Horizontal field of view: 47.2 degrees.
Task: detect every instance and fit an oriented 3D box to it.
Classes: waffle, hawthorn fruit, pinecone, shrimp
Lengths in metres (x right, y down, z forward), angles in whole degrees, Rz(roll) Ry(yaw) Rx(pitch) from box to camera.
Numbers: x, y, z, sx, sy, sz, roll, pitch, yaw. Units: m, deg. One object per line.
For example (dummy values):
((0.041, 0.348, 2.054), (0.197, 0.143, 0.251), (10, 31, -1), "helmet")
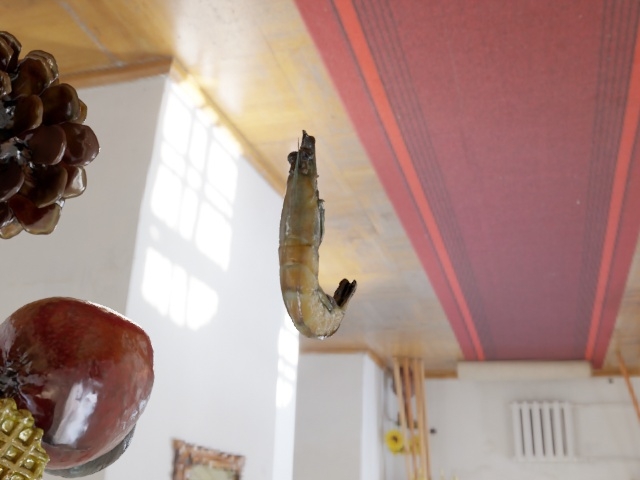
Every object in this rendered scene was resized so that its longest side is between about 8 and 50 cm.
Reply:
((-0.447, 0.298, 0.937), (0.194, 0.149, 0.051), (-23, -176, -29), "waffle")
((-0.387, 0.222, 1.175), (0.265, 0.265, 0.307), (-13, 168, 30), "hawthorn fruit")
((-0.396, -0.121, 0.808), (0.264, 0.264, 0.264), (2, 157, 1), "pinecone")
((0.000, 0.000, 0.960), (0.051, 0.261, 0.198), (-6, 167, 21), "shrimp")

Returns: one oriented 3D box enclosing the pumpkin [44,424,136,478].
((-0.458, 0.328, 1.370), (0.233, 0.233, 0.163), (14, 126, -26), "pumpkin")
